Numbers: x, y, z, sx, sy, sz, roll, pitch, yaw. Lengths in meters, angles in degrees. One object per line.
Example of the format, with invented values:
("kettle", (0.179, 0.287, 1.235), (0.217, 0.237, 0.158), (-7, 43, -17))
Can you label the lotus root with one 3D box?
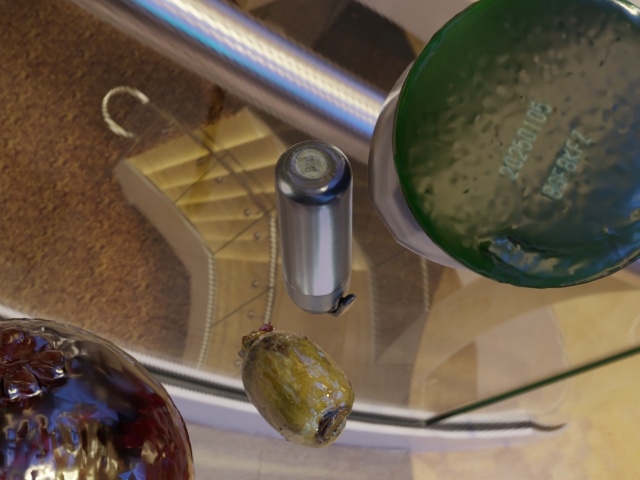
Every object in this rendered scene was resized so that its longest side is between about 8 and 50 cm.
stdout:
("lotus root", (-0.055, 0.218, 1.548), (0.154, 0.154, 0.278), (-2, 32, -36))

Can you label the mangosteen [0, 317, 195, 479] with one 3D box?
("mangosteen", (-0.257, 0.216, 0.826), (0.297, 0.293, 0.297), (21, 22, -9))

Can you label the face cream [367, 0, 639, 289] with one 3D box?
("face cream", (0.184, -0.097, 0.817), (0.219, 0.312, 0.357), (58, 15, -4))

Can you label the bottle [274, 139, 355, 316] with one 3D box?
("bottle", (0.000, 0.000, 1.034), (0.096, 0.254, 0.079), (40, 66, 22))
